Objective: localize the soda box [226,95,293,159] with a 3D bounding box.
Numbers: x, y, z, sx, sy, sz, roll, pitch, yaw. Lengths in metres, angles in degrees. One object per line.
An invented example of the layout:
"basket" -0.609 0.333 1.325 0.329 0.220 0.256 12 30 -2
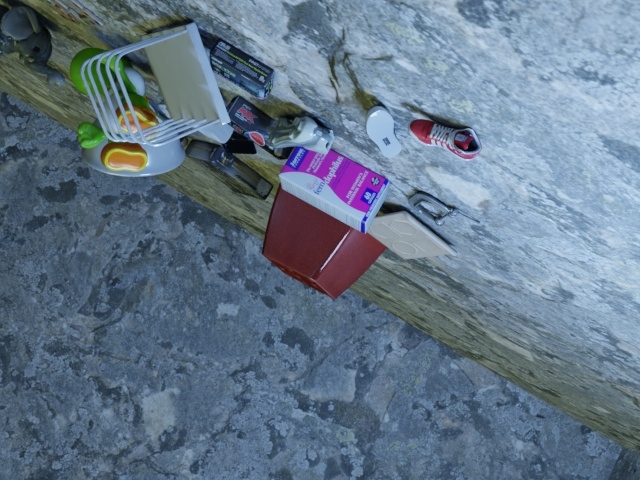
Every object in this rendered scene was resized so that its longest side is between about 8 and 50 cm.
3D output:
"soda box" -0.134 -0.246 1.830 0.169 0.060 0.053 33 170 -21

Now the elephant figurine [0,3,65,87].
"elephant figurine" -0.754 -0.511 2.103 0.239 0.186 0.169 5 -151 -3

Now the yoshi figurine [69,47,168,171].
"yoshi figurine" -0.486 -0.323 1.892 0.362 0.203 0.203 -116 5 -47

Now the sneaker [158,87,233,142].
"sneaker" -0.309 -0.313 1.871 0.169 0.108 0.292 25 172 12

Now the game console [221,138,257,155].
"game console" -0.227 -0.270 2.162 0.107 0.071 0.122 59 175 11

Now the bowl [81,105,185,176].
"bowl" -0.532 -0.306 2.360 0.297 0.134 0.298 6 -149 -3

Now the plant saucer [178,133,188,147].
"plant saucer" -0.442 -0.301 2.509 0.083 0.083 0.015 25 138 29

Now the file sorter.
"file sorter" -0.333 -0.293 1.606 0.277 0.173 0.193 16 128 60

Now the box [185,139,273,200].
"box" -0.279 -0.213 2.507 0.231 0.056 0.183 37 170 -37

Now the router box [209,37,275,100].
"router box" -0.146 -0.317 1.543 0.122 0.038 0.092 30 171 -1

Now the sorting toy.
"sorting toy" 0.207 -0.016 2.017 0.193 0.038 0.208 35 158 -31

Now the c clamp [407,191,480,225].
"c clamp" 0.251 -0.059 1.766 0.137 0.022 0.160 31 171 -8

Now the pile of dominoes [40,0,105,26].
"pile of dominoes" -0.617 -0.538 1.818 0.251 0.040 0.196 37 169 -36

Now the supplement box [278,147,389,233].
"supplement box" 0.030 -0.123 1.830 0.220 0.111 0.114 28 171 8

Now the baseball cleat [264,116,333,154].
"baseball cleat" -0.040 -0.208 1.713 0.109 0.072 0.206 26 177 -22

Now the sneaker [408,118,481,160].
"sneaker" 0.197 -0.162 1.290 0.118 0.042 0.067 23 176 -4

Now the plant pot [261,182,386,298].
"plant pot" 0.000 0.000 2.217 0.267 0.236 0.267 25 170 27

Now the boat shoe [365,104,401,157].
"boat shoe" 0.103 -0.192 1.420 0.142 0.049 0.040 55 -168 -60
